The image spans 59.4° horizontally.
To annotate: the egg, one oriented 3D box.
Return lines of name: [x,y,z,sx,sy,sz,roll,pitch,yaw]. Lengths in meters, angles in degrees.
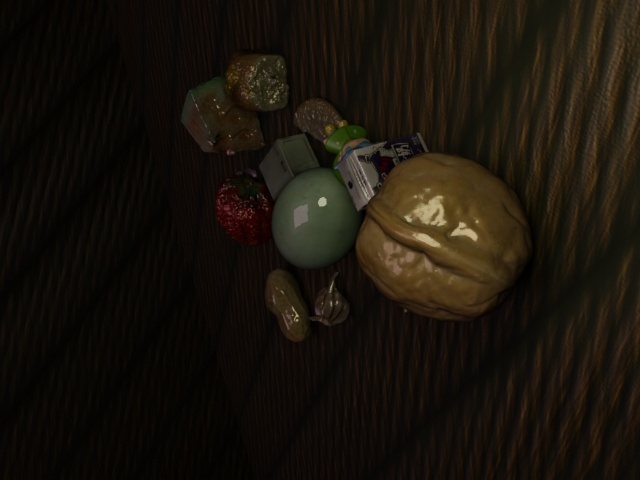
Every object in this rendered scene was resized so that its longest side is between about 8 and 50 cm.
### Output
egg: [-0.011,-0.061,1.726,0.276,0.276,0.389,59,151,20]

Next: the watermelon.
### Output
watermelon: [-0.374,-0.461,2.125,0.151,0.264,0.301,11,119,58]

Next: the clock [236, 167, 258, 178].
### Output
clock: [-0.296,-0.223,2.342,0.110,0.050,0.152,8,113,58]

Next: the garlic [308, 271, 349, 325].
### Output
garlic: [0.036,0.206,1.994,0.131,0.127,0.194,2,82,40]

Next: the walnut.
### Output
walnut: [0.268,-0.004,1.228,0.381,0.381,0.381,37,136,45]

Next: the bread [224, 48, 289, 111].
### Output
bread: [-0.225,-0.542,1.905,0.246,0.176,0.195,31,134,49]

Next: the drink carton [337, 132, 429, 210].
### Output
drink carton: [0.170,-0.172,1.407,0.102,0.222,0.134,-32,79,60]

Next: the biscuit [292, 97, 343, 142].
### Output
biscuit: [0.006,-0.374,1.754,0.290,0.038,0.141,41,139,39]

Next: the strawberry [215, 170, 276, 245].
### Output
strawberry: [-0.289,-0.107,2.205,0.250,0.239,0.288,46,139,41]

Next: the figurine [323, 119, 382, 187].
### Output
figurine: [0.099,-0.239,1.566,0.143,0.162,0.263,90,157,-49]

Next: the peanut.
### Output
peanut: [-0.133,0.263,2.266,0.152,0.152,0.313,-26,86,61]

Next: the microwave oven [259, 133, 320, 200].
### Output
microwave oven: [-0.102,-0.250,1.920,0.205,0.129,0.163,-38,72,59]

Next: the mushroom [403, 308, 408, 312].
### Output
mushroom: [0.222,0.082,1.684,0.026,0.028,0.286,-12,100,18]
